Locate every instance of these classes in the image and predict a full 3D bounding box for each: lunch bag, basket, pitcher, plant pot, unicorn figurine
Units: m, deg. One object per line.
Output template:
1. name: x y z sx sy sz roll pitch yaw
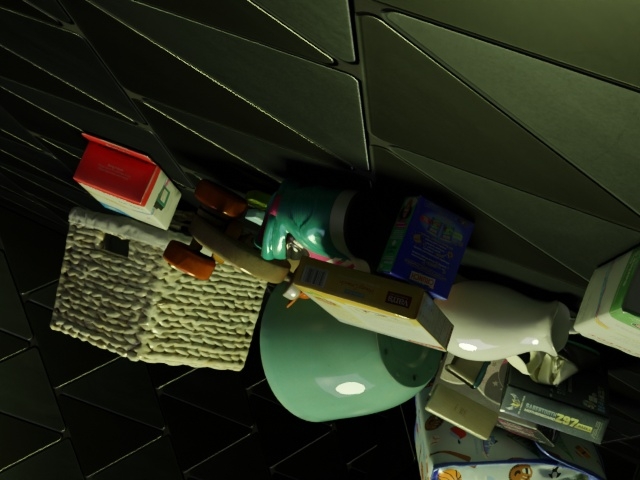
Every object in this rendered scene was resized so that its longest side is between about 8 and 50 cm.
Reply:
1. lunch bag: 0.414 0.453 2.356 0.385 0.239 0.328 -2 -150 0
2. basket: -0.332 0.102 2.234 0.328 0.267 0.331 14 180 39
3. pitcher: 0.292 0.128 1.669 0.207 0.126 0.177 3 177 30
4. plant pot: 0.077 0.178 1.925 0.235 0.293 0.293 -10 150 44
5. unicorn figurine: -0.313 -0.054 2.110 0.111 0.060 0.162 15 166 16

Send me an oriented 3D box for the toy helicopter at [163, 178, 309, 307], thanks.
1. toy helicopter: -0.077 0.029 1.741 0.235 0.140 0.355 29 -176 20

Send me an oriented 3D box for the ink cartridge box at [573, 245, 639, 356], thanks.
1. ink cartridge box: 0.401 0.084 1.236 0.154 0.093 0.212 22 169 3

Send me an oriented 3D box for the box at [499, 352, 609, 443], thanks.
1. box: 0.425 0.267 1.931 0.183 0.059 0.233 17 -161 10

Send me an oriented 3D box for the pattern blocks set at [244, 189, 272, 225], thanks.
1. pattern blocks set: 0.005 -0.012 1.756 0.285 0.026 0.325 25 170 -13

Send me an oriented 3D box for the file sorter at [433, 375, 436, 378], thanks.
1. file sorter: 0.190 0.247 2.498 0.170 0.105 0.118 25 170 -16

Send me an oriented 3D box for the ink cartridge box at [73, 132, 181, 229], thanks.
1. ink cartridge box: -0.340 -0.101 1.865 0.134 0.078 0.231 20 169 11

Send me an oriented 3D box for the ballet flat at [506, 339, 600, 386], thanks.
1. ballet flat: 0.377 0.192 1.837 0.280 0.096 0.095 29 166 -35

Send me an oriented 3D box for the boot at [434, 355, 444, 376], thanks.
1. boot: 0.223 0.301 2.779 0.283 0.109 0.220 19 176 -26

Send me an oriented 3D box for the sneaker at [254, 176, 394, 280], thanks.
1. sneaker: 0.000 0.000 1.538 0.178 0.124 0.295 13 161 22

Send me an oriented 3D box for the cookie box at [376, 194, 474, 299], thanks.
1. cookie box: 0.134 0.009 1.360 0.091 0.107 0.040 26 169 -22

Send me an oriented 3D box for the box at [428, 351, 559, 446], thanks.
1. box: 0.379 0.298 2.201 0.247 0.163 0.142 15 164 33

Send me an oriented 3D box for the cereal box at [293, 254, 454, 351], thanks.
1. cereal box: 0.078 0.089 1.450 0.173 0.047 0.240 15 170 19

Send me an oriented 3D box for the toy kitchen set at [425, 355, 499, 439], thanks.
1. toy kitchen set: 0.286 0.249 1.982 0.122 0.207 0.166 28 171 2
